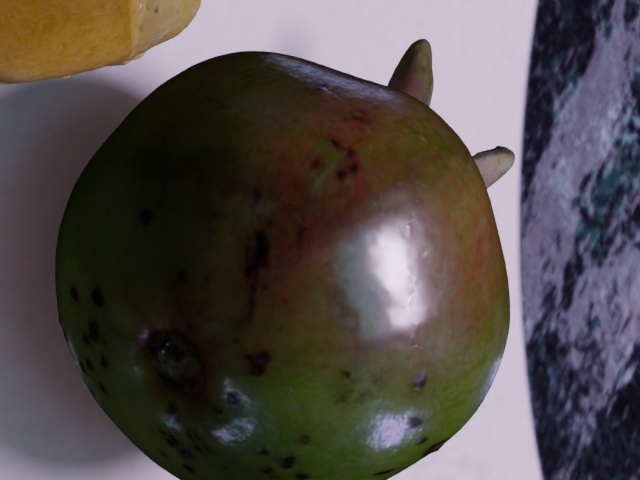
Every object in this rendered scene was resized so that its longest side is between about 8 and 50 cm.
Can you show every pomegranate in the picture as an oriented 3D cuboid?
[{"bbox_3d":[0.000,0.000,0.723,0.224,0.181,0.181,-47,123,-47],"label":"pomegranate"}]

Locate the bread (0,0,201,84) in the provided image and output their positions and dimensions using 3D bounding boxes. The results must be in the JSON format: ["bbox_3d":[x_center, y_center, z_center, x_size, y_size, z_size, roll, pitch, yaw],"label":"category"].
[{"bbox_3d":[-0.111,-0.176,0.647,0.140,0.106,0.236,-18,104,-37],"label":"bread"}]
